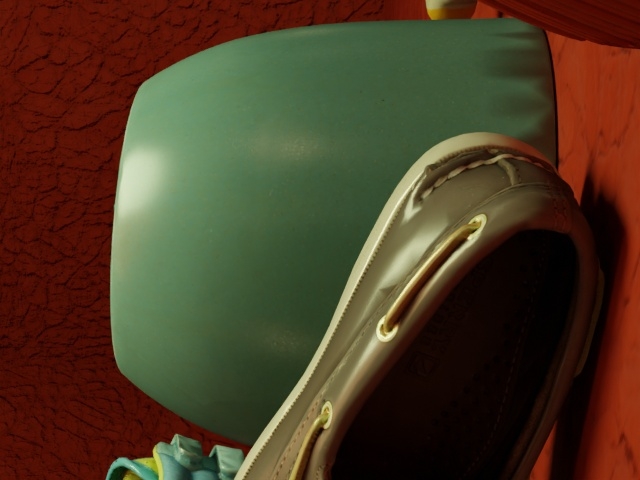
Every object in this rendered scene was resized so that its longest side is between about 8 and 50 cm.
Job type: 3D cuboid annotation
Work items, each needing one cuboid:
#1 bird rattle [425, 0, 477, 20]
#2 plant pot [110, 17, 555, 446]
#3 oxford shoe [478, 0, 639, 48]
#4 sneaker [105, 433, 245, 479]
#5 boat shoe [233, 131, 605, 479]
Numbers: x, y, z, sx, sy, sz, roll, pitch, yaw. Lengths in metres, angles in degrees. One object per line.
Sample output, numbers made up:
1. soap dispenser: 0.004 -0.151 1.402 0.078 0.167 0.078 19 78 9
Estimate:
1. bird rattle: 0.101 -0.270 0.874 0.253 0.143 0.207 121 145 -59
2. plant pot: 0.000 0.000 0.778 0.293 0.235 0.293 -175 90 -89
3. oxford shoe: 0.094 -0.124 0.353 0.271 0.097 0.098 148 144 -82
4. sneaker: -0.025 0.171 0.859 0.127 0.208 0.319 -68 -8 24
5. boat shoe: 0.032 0.112 0.571 0.097 0.116 0.324 -106 38 -72
